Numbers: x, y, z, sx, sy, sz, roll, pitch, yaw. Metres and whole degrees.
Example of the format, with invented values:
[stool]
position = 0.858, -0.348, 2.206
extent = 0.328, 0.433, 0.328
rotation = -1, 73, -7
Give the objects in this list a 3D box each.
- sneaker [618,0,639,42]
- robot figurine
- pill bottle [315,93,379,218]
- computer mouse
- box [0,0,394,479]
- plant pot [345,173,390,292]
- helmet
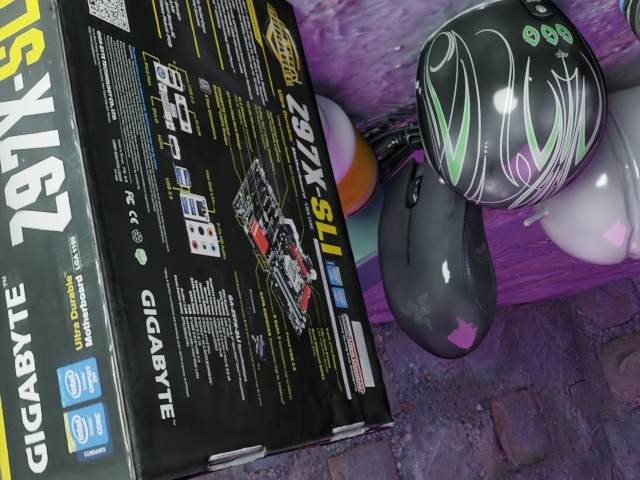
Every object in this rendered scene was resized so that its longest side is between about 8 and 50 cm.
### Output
[sneaker]
position = 0.303, -0.205, 0.596
extent = 0.067, 0.078, 0.188
rotation = -8, 166, -16
[robot figurine]
position = 0.400, -0.086, 0.922
extent = 0.354, 0.199, 0.300
rotation = -14, -169, 6
[pill bottle]
position = -0.008, -0.084, 0.775
extent = 0.103, 0.103, 0.184
rotation = -15, 167, 13
[computer mouse]
position = 0.103, -0.010, 0.823
extent = 0.072, 0.272, 0.188
rotation = 7, 158, -45
[box]
position = -0.075, -0.031, 0.452
extent = 0.079, 0.322, 0.257
rotation = -19, 166, 23
[plant pot]
position = -0.003, 0.003, 1.039
extent = 0.234, 0.165, 0.165
rotation = -23, 164, 17
[helmet]
position = 0.167, -0.111, 0.687
extent = 0.169, 0.161, 0.169
rotation = -11, 167, -3
